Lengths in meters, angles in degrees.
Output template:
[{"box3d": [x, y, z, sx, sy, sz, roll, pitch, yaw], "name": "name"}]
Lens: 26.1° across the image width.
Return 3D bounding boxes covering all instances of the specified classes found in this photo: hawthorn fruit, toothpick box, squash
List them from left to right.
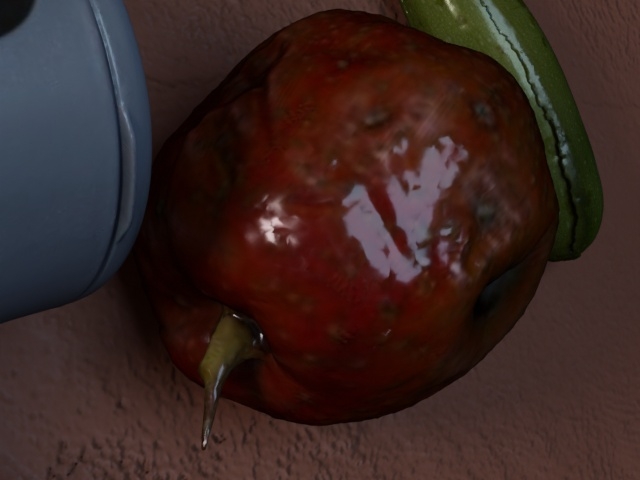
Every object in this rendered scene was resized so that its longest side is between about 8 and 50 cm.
[{"box3d": [-0.283, -0.028, 0.639, 0.355, 0.263, 0.263, -18, 92, -39], "name": "toothpick box"}, {"box3d": [0.014, -0.014, 0.865, 0.262, 0.258, 0.258, -11, 87, -21], "name": "hawthorn fruit"}, {"box3d": [0.137, -0.137, 1.078, 0.094, 0.094, 0.340, -37, 103, -37], "name": "squash"}]
